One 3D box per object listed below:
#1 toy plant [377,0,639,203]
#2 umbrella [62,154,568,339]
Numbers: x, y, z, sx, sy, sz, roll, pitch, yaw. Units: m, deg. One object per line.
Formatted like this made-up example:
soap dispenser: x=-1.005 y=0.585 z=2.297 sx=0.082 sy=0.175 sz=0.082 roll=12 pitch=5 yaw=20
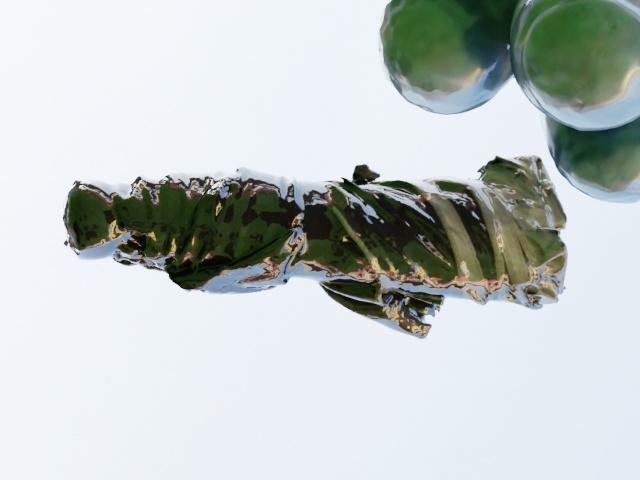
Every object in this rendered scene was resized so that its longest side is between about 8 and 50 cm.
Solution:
toy plant: x=0.156 y=-0.153 z=1.003 sx=0.247 sy=0.332 sz=0.247 roll=2 pitch=-63 yaw=3
umbrella: x=-0.001 y=-0.003 z=1.203 sx=0.106 sy=0.358 sz=0.113 roll=115 pitch=-28 yaw=-56
